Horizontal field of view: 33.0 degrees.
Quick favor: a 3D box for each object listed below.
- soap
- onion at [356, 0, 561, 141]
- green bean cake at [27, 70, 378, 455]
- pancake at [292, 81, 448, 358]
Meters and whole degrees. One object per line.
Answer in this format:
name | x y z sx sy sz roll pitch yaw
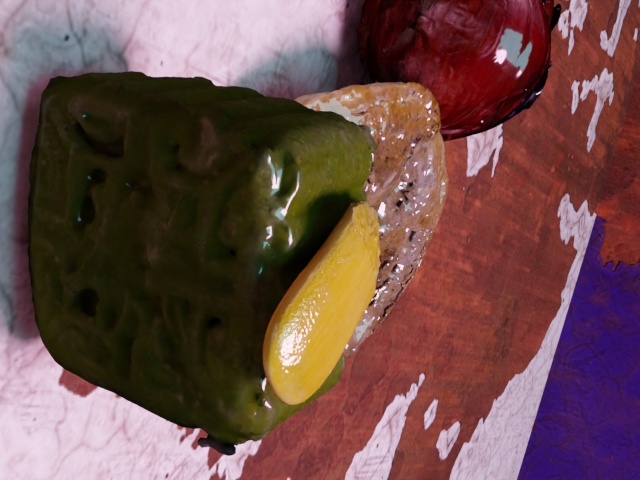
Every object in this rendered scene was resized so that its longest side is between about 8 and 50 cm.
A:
soap | 0.009 0.035 0.743 0.169 0.033 0.089 -59 151 -27
onion | 0.164 -0.250 1.230 0.281 0.221 0.281 25 90 -89
green bean cake | -0.102 0.004 0.831 0.156 0.249 0.247 -21 124 -57
pancake | -0.001 0.001 1.143 0.387 0.082 0.387 -32 139 -32
